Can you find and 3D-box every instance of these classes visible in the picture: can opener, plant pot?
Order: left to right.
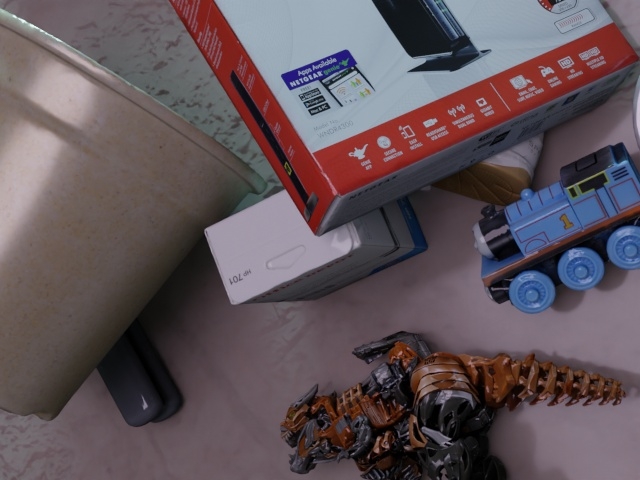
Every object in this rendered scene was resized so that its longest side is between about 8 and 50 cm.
[{"bbox_3d":[-0.272,-0.012,1.314,0.333,0.334,0.305,30,86,22],"label":"plant pot"},{"bbox_3d":[-0.221,0.055,1.462,0.095,0.076,0.283,-36,75,20],"label":"can opener"}]

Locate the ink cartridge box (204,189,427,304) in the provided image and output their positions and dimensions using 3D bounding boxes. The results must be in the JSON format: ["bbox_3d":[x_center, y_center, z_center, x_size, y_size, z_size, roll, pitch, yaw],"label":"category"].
[{"bbox_3d":[0.000,0.000,1.307,0.139,0.190,0.082,-25,78,20],"label":"ink cartridge box"}]

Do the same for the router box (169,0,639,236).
[{"bbox_3d":[0.065,-0.202,1.239,0.335,0.082,0.301,-26,74,-24],"label":"router box"}]

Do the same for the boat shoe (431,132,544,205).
[{"bbox_3d":[0.081,-0.119,1.335,0.277,0.098,0.096,20,66,11],"label":"boat shoe"}]

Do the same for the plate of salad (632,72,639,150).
[{"bbox_3d":[0.376,-0.120,1.229,0.199,0.048,0.200,-1,87,24],"label":"plate of salad"}]

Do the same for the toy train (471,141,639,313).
[{"bbox_3d":[0.223,-0.009,1.259,0.184,0.080,0.105,-26,103,17],"label":"toy train"}]

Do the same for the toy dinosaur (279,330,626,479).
[{"bbox_3d":[0.111,0.179,1.283,0.322,0.164,0.218,-28,59,41],"label":"toy dinosaur"}]
